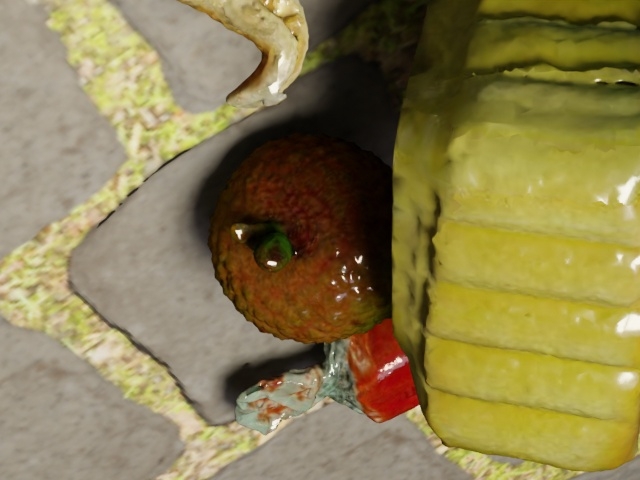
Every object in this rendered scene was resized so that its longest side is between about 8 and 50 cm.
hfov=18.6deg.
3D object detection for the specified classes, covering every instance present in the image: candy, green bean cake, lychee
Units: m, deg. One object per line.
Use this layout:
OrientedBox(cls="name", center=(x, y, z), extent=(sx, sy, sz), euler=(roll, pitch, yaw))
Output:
OrientedBox(cls="candy", center=(0.082, 0.045, 1.166), extent=(0.292, 0.059, 0.086), euler=(-27, 142, -2))
OrientedBox(cls="green bean cake", center=(0.111, -0.034, 0.962), extent=(0.124, 0.236, 0.233), euler=(6, 136, 10))
OrientedBox(cls="lychee", center=(0.000, 0.000, 1.023), extent=(0.114, 0.114, 0.146), euler=(-49, 156, 23))

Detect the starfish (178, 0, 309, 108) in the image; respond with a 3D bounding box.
OrientedBox(cls="starfish", center=(-0.135, -0.153, 0.786), extent=(0.327, 0.094, 0.375), euler=(18, 128, -31))
